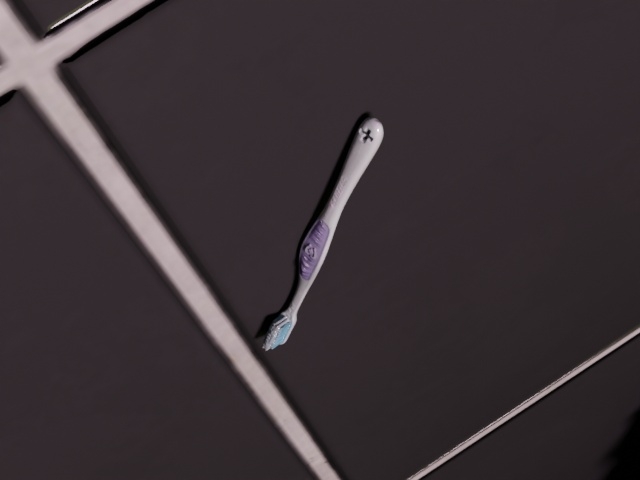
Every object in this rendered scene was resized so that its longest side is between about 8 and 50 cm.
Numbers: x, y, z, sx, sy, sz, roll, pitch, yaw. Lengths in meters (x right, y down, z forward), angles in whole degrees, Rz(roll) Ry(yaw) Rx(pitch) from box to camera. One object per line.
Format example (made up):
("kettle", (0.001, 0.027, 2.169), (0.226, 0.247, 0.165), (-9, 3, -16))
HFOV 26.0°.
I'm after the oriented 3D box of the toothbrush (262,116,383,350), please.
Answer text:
("toothbrush", (0.000, 0.000, 0.541), (0.013, 0.011, 0.131), (-38, 160, -44))
